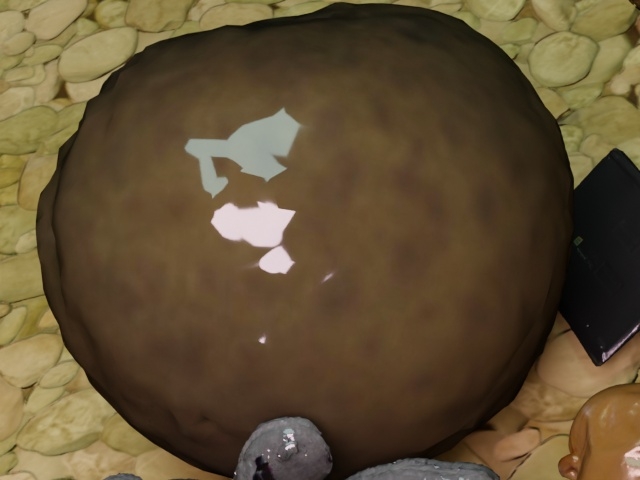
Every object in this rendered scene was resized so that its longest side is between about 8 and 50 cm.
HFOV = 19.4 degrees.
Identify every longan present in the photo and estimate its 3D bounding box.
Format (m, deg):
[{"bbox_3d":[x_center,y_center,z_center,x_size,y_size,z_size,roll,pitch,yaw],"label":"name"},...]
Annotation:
[{"bbox_3d":[-0.001,0.007,1.502,0.435,0.404,0.404,-7,36,-21],"label":"longan"}]

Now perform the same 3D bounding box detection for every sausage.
[{"bbox_3d":[0.297,0.170,1.393,0.241,0.120,0.136,2,34,26],"label":"sausage"}]

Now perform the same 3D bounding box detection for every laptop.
[{"bbox_3d":[0.248,0.011,1.612,0.135,0.016,0.197,-46,31,12],"label":"laptop"}]

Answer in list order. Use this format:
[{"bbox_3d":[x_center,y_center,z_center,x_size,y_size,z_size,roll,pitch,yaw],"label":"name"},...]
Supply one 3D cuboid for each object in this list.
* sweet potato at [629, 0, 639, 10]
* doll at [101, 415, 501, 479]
[{"bbox_3d":[0.432,-0.237,1.826,0.273,0.075,0.075,11,50,27],"label":"sweet potato"},{"bbox_3d":[-0.018,0.248,1.349,0.340,0.246,0.158,-3,27,28],"label":"doll"}]
